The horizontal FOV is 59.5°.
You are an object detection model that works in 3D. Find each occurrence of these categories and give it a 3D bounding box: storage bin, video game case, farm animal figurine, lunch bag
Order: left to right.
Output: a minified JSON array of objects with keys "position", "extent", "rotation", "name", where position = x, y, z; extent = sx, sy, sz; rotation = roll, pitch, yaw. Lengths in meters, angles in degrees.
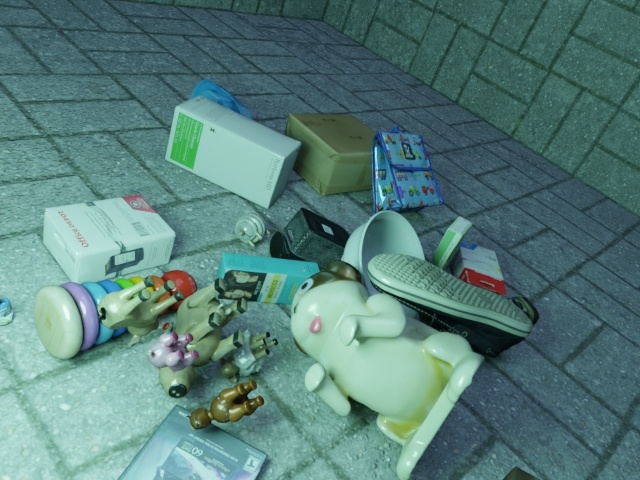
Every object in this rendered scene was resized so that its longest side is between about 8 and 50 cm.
[{"position":[-0.229,0.414,0.919],"extent":[0.196,0.026,0.274],"rotation":[27,32,6],"name":"video game case"},{"position":[-0.253,0.190,1.044],"extent":[0.330,0.172,0.327],"rotation":[55,19,-14],"name":"farm animal figurine"},{"position":[0.000,0.000,1.547],"extent":[0.180,0.084,0.122],"rotation":[26,27,-35],"name":"storage bin"},{"position":[0.282,-0.248,1.937],"extent":[0.221,0.138,0.293],"rotation":[-7,85,-38],"name":"lunch bag"}]

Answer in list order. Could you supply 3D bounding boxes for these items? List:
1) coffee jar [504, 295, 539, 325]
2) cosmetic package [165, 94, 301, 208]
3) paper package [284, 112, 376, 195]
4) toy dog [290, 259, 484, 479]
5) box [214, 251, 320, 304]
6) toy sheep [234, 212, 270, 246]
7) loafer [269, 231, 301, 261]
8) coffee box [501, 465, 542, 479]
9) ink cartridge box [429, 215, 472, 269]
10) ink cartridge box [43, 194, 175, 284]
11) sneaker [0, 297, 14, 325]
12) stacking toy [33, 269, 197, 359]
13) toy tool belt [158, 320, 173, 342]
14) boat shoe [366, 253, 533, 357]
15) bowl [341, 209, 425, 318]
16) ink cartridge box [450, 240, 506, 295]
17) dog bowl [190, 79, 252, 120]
[{"position":[0.540,0.211,1.622],"extent":[0.184,0.079,0.096],"rotation":[2,38,-28],"name":"coffee jar"},{"position":[-0.270,-0.277,1.733],"extent":[0.365,0.197,0.155],"rotation":[25,33,7],"name":"cosmetic package"},{"position":[0.063,-0.319,2.020],"extent":[0.324,0.168,0.309],"rotation":[-11,44,-40],"name":"paper package"},{"position":[0.118,0.212,1.190],"extent":[0.408,0.285,0.395],"rotation":[33,26,17],"name":"toy dog"},{"position":[-0.128,0.097,1.365],"extent":[0.244,0.101,0.060],"rotation":[7,36,-22],"name":"box"},{"position":[-0.190,-0.031,1.528],"extent":[0.091,0.091,0.132],"rotation":[27,14,6],"name":"toy sheep"},{"position":[-0.091,0.043,1.516],"extent":[0.061,0.062,0.170],"rotation":[26,27,-39],"name":"loafer"},{"position":[0.450,0.561,1.046],"extent":[0.246,0.098,0.141],"rotation":[27,33,6],"name":"coffee box"},{"position":[0.369,0.042,1.678],"extent":[0.056,0.171,0.235],"rotation":[33,34,16],"name":"ink cartridge box"},{"position":[-0.489,-0.007,1.296],"extent":[0.237,0.100,0.172],"rotation":[-16,49,-46],"name":"ink cartridge box"},{"position":[-0.653,0.116,1.060],"extent":[0.135,0.058,0.052],"rotation":[11,34,-16],"name":"sneaker"},{"position":[-0.393,0.124,1.145],"extent":[0.141,0.141,0.330],"rotation":[41,33,26],"name":"stacking toy"},{"position":[-0.304,0.212,1.151],"extent":[0.051,0.052,0.083],"rotation":[41,25,-32],"name":"toy tool belt"},{"position":[0.312,0.175,1.396],"extent":[0.500,0.156,0.187],"rotation":[23,24,-27],"name":"boat shoe"},{"position":[0.147,0.077,1.476],"extent":[0.297,0.134,0.298],"rotation":[16,69,-46],"name":"bowl"},{"position":[0.487,0.106,1.744],"extent":[0.134,0.078,0.231],"rotation":[19,33,-5],"name":"ink cartridge box"},{"position":[-0.346,-0.442,1.965],"extent":[0.074,0.166,0.297],"rotation":[0,37,-50],"name":"dog bowl"}]
